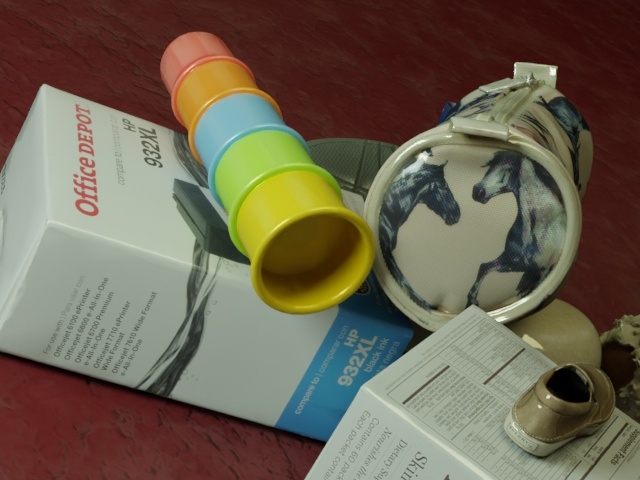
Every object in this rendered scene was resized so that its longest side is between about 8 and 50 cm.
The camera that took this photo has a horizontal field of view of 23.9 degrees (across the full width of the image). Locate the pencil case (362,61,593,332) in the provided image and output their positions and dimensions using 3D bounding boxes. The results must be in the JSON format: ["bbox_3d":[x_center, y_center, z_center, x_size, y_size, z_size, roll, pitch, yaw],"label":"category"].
[{"bbox_3d":[0.145,-0.045,1.273,0.160,0.183,0.410,0,10,12],"label":"pencil case"}]

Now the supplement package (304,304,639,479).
[{"bbox_3d":[0.126,0.217,1.020,0.263,0.199,0.198,36,26,14],"label":"supplement package"}]

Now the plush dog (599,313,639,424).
[{"bbox_3d":[0.394,0.159,1.309,0.211,0.225,0.262,3,62,-50],"label":"plush dog"}]

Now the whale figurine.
[{"bbox_3d":[0.122,0.105,1.345,0.216,0.141,0.272,0,13,-35],"label":"whale figurine"}]

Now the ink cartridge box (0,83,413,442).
[{"bbox_3d":[-0.105,0.019,1.232,0.308,0.129,0.223,18,28,-22],"label":"ink cartridge box"}]

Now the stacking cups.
[{"bbox_3d":[-0.051,-0.069,1.199,0.096,0.096,0.316,14,27,-29],"label":"stacking cups"}]

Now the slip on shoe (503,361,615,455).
[{"bbox_3d":[0.164,0.100,0.990,0.051,0.041,0.135,40,27,22],"label":"slip on shoe"}]

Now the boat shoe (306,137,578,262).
[{"bbox_3d":[0.106,-0.013,1.572,0.321,0.103,0.118,15,47,-15],"label":"boat shoe"}]
